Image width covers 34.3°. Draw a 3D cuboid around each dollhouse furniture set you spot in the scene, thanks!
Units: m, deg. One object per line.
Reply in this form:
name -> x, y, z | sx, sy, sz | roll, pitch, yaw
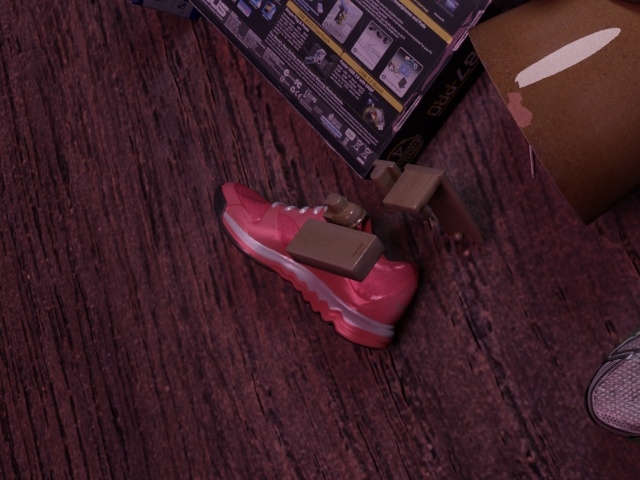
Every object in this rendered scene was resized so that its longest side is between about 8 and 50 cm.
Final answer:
dollhouse furniture set -> 0.077, 0.004, 1.215 | 0.144, 0.123, 0.151 | 16, 63, 46

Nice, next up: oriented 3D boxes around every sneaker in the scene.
sneaker -> 0.408, 0.116, 0.997 | 0.344, 0.146, 0.134 | -24, 76, 34
sneaker -> 0.001, 0.000, 1.329 | 0.314, 0.116, 0.136 | 39, 101, 22

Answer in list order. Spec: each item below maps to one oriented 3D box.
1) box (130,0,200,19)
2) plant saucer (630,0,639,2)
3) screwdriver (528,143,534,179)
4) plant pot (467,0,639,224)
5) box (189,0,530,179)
box -> -0.200, -0.387, 1.441 | 0.126, 0.137, 0.072 | -48, 65, 25
plant saucer -> 0.369, -0.319, 0.987 | 0.278, 0.041, 0.277 | -14, 41, 12
screwdriver -> 0.240, -0.155, 1.197 | 0.025, 0.024, 0.169 | -15, 82, 63
plant pot -> 0.316, -0.181, 1.040 | 0.254, 0.237, 0.237 | -32, 71, 15
box -> 0.040, -0.317, 1.297 | 0.395, 0.097, 0.318 | 47, 117, 26
